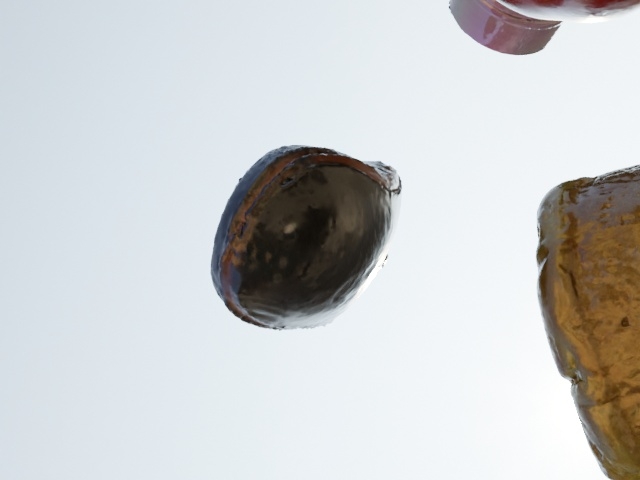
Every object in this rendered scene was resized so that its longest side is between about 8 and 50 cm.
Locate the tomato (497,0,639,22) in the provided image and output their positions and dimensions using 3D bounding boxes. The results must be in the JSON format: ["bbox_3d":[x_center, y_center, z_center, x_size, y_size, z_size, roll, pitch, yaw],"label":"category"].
[{"bbox_3d":[0.166,-0.238,0.821,0.136,0.195,0.195,-49,-52,-16],"label":"tomato"}]

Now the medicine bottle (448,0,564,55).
[{"bbox_3d":[0.233,-0.323,1.251,0.152,0.152,0.254,-44,-15,-36],"label":"medicine bottle"}]

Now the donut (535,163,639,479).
[{"bbox_3d":[0.260,0.068,0.927,0.208,0.128,0.261,-8,-101,-59],"label":"donut"}]

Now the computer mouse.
[{"bbox_3d":[0.004,0.003,1.165,0.183,0.116,0.323,-62,-18,9],"label":"computer mouse"}]
